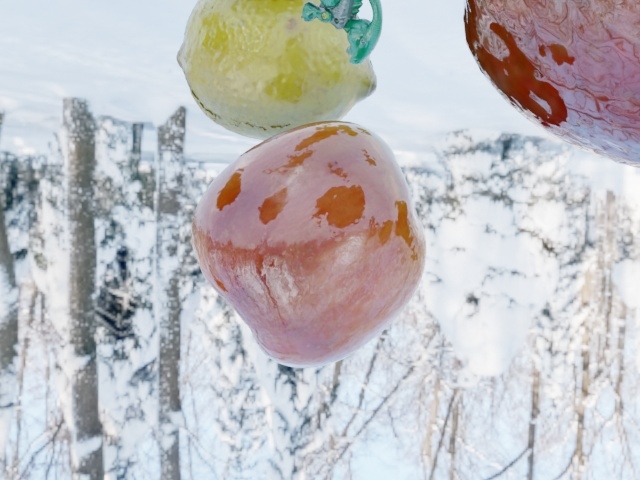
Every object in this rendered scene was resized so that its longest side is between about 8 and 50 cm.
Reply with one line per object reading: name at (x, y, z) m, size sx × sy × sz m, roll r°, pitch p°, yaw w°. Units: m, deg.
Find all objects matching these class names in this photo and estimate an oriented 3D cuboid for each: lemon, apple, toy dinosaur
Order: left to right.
lemon at (-0.063, -0.274, 1.036) m, size 0.310 × 0.258 × 0.258 m, roll 12°, pitch -175°, yaw 9°
apple at (0.000, 0.000, 0.739) m, size 0.241 × 0.242 × 0.242 m, roll -35°, pitch -174°, yaw -2°
toy dinosaur at (0.034, -0.271, 0.767) m, size 0.096 × 0.132 × 0.059 m, roll 31°, pitch -142°, yaw 25°

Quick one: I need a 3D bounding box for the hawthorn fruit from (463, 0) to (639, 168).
hawthorn fruit at (0.194, -0.166, 0.354) m, size 0.258 × 0.258 × 0.262 m, roll 1°, pitch -163°, yaw -11°
